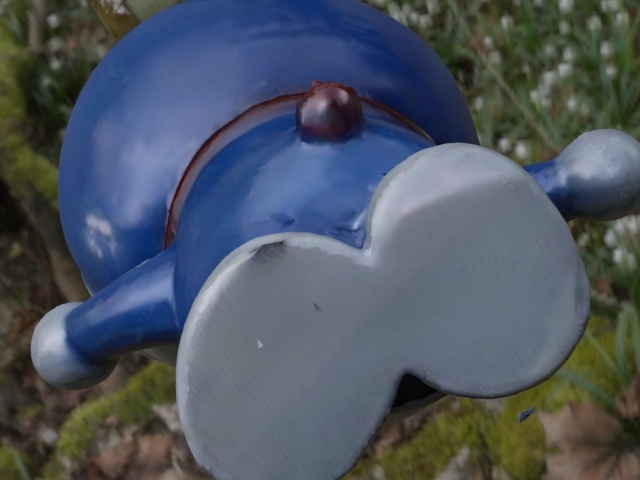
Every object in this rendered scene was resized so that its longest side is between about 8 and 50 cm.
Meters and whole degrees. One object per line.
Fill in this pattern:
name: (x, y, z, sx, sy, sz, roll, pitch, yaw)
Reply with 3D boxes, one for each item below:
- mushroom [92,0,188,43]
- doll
mushroom: (-0.026, -0.211, 0.816, 0.081, 0.312, 0.100, 14, 43, -28)
doll: (0.000, 0.000, 0.587, 0.215, 0.161, 0.257, -15, 22, -5)
